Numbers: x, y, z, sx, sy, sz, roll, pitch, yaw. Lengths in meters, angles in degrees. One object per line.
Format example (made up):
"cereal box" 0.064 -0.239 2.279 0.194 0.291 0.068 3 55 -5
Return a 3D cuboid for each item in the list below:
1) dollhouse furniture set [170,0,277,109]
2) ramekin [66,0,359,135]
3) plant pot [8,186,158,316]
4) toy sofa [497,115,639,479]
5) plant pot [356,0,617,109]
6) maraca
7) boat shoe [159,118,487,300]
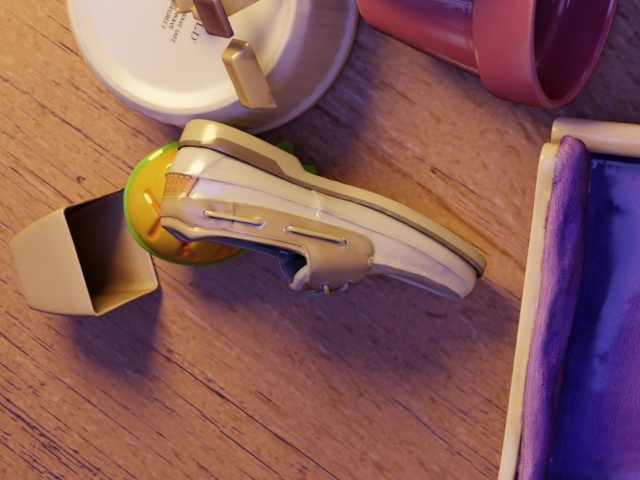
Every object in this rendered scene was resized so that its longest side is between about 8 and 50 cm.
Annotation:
"dollhouse furniture set" -0.058 -0.176 1.066 0.081 0.091 0.114 -34 119 -21
"ramekin" -0.107 -0.225 1.141 0.273 0.127 0.272 3 101 15
"plant pot" -0.242 0.017 1.241 0.096 0.109 0.109 -12 97 30
"toy sofa" 0.252 0.079 1.076 0.150 0.177 0.362 8 102 14
"plant pot" 0.136 -0.224 1.051 0.180 0.201 0.201 16 105 27
"maraca" -0.094 -0.038 1.193 0.186 0.099 0.127 -5 111 -9
"boat shoe" 0.000 0.000 1.125 0.302 0.113 0.103 23 77 -10
